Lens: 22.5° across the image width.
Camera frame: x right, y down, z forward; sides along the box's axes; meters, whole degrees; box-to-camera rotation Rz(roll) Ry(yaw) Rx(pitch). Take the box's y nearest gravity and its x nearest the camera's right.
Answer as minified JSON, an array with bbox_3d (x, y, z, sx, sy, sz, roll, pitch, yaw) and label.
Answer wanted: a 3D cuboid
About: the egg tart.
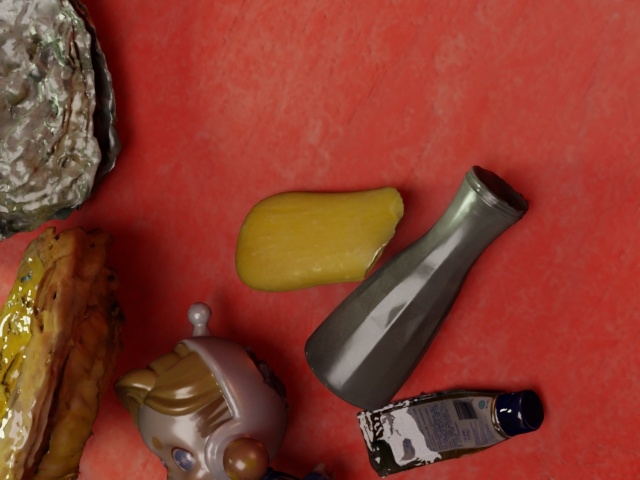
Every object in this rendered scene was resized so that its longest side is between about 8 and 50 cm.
[{"bbox_3d":[-0.235,0.123,1.394,0.107,0.291,0.291,21,115,-16],"label":"egg tart"}]

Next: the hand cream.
[{"bbox_3d":[0.108,0.155,1.340,0.163,0.039,0.062,-16,98,34],"label":"hand cream"}]

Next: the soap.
[{"bbox_3d":[0.000,0.000,1.331,0.168,0.033,0.089,-1,74,33],"label":"soap"}]

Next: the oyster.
[{"bbox_3d":[-0.274,-0.141,1.402,0.198,0.112,0.268,-18,92,28],"label":"oyster"}]

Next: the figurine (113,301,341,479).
[{"bbox_3d":[-0.052,0.195,1.372,0.274,0.133,0.194,42,159,14],"label":"figurine"}]

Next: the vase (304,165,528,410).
[{"bbox_3d":[0.080,0.035,1.298,0.086,0.086,0.214,42,112,10],"label":"vase"}]
